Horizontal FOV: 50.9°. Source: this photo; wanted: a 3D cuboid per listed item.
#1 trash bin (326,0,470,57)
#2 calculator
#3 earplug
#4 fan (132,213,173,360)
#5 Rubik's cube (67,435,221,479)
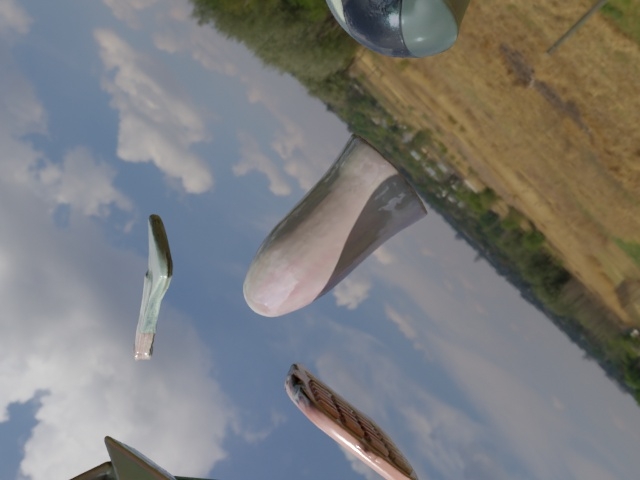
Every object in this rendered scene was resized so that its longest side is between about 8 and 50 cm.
[{"bbox_3d":[0.190,-0.563,1.276,0.280,0.432,0.280,25,171,4],"label":"trash bin"},{"bbox_3d":[0.036,0.271,0.993,0.220,0.048,0.329,40,174,-5],"label":"calculator"},{"bbox_3d":[0.000,0.000,1.044,0.172,0.301,0.172,46,178,2],"label":"earplug"},{"bbox_3d":[-0.158,0.066,0.625,0.282,0.023,0.057,118,137,-57],"label":"fan"},{"bbox_3d":[-0.308,0.513,1.094,0.368,0.358,0.387,50,160,54],"label":"Rubik's cube"}]
